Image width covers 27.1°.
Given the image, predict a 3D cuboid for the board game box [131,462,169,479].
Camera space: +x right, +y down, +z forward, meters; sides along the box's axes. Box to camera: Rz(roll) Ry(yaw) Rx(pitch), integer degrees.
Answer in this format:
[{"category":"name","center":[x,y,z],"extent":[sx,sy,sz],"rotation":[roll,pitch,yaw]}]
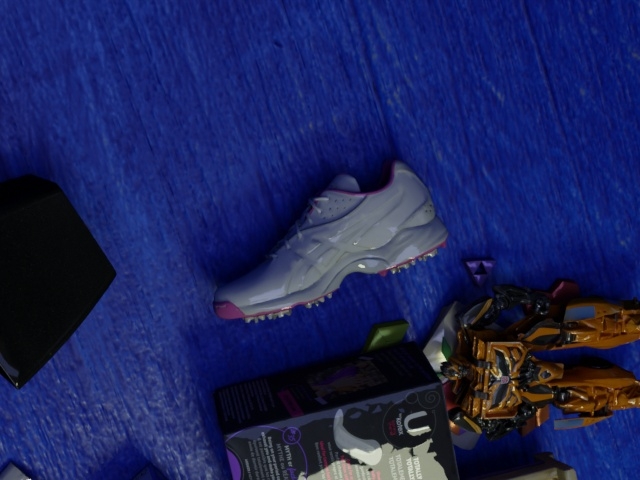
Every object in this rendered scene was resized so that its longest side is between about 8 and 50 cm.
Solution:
[{"category":"board game box","center":[-0.260,0.483,1.670],"extent":[0.347,0.078,0.233],"rotation":[-42,112,-2]}]

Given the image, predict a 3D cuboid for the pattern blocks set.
[{"category":"pattern blocks set","center":[0.186,0.179,1.744],"extent":[0.285,0.026,0.325],"rotation":[14,101,-19]}]

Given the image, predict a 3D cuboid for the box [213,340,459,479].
[{"category":"box","center":[0.019,0.249,1.638],"extent":[0.270,0.143,0.165],"rotation":[-13,108,-5]}]

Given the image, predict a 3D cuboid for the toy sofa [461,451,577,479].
[{"category":"toy sofa","center":[0.155,0.389,1.730],"extent":[0.362,0.177,0.150],"rotation":[-12,93,-11]}]

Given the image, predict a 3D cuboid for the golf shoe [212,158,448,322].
[{"category":"golf shoe","center":[0.000,0.000,1.610],"extent":[0.306,0.115,0.140],"rotation":[-22,99,-16]}]

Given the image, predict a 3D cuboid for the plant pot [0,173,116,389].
[{"category":"plant pot","center":[-0.341,0.027,1.477],"extent":[0.167,0.188,0.187],"rotation":[-37,111,-16]}]

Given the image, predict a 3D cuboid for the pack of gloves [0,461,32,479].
[{"category":"pack of gloves","center":[-0.380,0.415,1.576],"extent":[0.195,0.046,0.232],"rotation":[39,87,12]}]

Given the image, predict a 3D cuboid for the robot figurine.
[{"category":"robot figurine","center":[0.294,0.157,1.711],"extent":[0.291,0.085,0.211],"rotation":[-4,106,-21]}]
